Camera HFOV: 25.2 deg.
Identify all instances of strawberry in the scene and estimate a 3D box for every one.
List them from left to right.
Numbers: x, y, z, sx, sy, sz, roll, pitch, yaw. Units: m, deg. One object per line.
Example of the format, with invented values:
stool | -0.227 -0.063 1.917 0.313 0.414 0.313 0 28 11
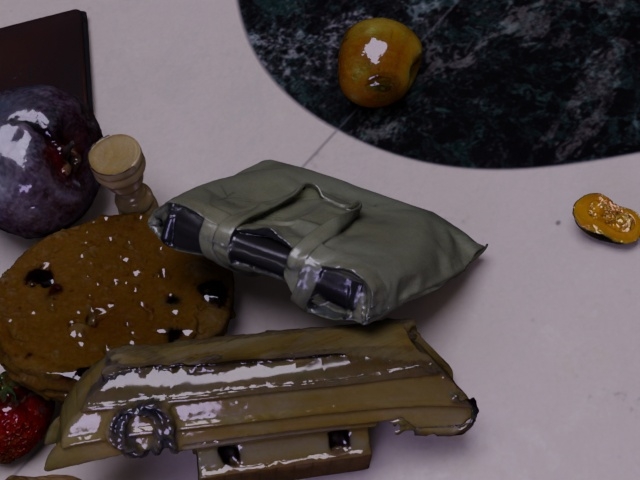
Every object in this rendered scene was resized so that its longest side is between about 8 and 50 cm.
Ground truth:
strawberry | -0.345 0.197 1.594 0.106 0.106 0.106 -6 55 8

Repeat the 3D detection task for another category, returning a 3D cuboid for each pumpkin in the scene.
pumpkin | 0.326 -0.019 1.630 0.083 0.028 0.050 27 67 17

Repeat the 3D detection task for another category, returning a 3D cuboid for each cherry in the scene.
cherry | -0.360 -0.099 1.742 0.195 0.195 0.195 -6 55 8

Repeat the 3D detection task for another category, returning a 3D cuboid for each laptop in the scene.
laptop | -0.382 -0.218 1.922 0.153 0.026 0.207 -14 53 5

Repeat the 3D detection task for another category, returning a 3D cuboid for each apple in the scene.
apple | 0.074 -0.222 1.781 0.102 0.099 0.114 9 55 15

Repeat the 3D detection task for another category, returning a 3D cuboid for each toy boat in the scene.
toy boat | -0.066 0.179 1.494 0.445 0.162 0.136 -5 21 -8

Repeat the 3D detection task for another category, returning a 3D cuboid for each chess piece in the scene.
chess piece | -0.234 -0.068 1.726 0.066 0.122 0.066 -4 55 6

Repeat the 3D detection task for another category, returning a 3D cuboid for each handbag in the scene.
handbag | -0.005 0.000 1.597 0.315 0.109 0.253 21 23 23

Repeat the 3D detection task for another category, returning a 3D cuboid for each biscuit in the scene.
biscuit | -0.238 0.080 1.630 0.295 0.075 0.296 0 40 0

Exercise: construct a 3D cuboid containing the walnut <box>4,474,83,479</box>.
walnut | -0.274 0.332 1.412 0.213 0.213 0.213 -6 55 8
